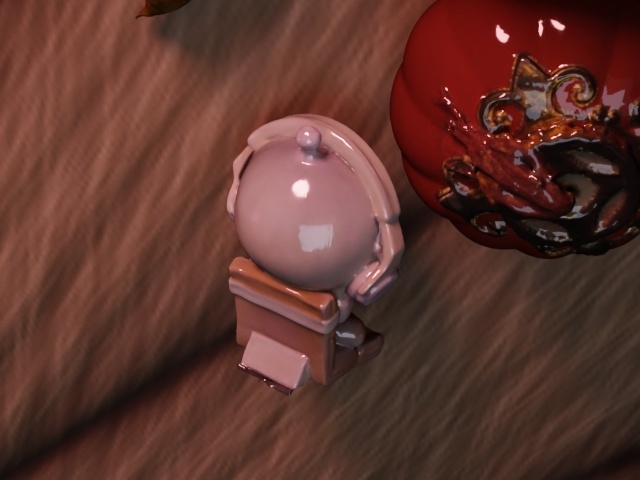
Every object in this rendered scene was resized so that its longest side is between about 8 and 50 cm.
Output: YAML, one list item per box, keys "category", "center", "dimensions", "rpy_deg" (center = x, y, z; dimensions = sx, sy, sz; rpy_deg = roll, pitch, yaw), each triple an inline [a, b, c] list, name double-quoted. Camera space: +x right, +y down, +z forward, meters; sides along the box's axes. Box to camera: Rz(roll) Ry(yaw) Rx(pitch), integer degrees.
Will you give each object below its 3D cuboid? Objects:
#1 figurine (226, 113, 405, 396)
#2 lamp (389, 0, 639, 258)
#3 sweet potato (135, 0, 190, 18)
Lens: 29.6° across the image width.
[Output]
- category: "figurine"
  center: [-0.002, 0.001, 0.969]
  dimensions: [0.162, 0.141, 0.237]
  rpy_deg: [23, 129, 29]
- category: "lamp"
  center: [0.160, -0.085, 0.823]
  dimensions: [0.227, 0.227, 0.227]
  rpy_deg: [2, 131, 2]
- category: "sweet potato"
  center: [-0.084, -0.243, 0.800]
  dimensions: [0.067, 0.067, 0.274]
  rpy_deg: [14, 136, -8]
